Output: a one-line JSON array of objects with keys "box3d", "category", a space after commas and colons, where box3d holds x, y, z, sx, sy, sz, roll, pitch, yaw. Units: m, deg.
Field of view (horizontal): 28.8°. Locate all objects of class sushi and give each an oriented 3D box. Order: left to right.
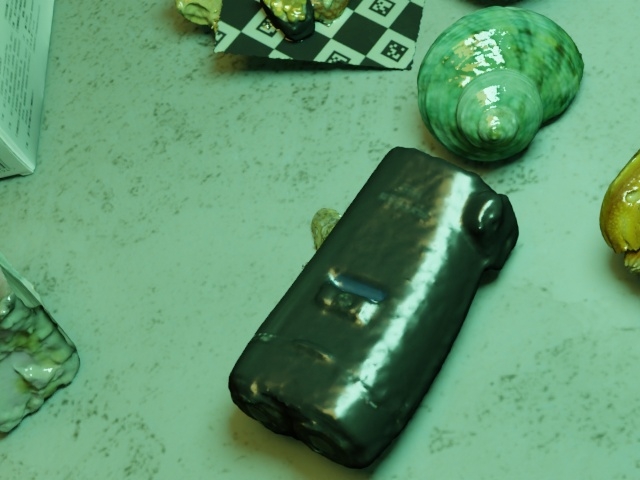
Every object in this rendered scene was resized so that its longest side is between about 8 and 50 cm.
[{"box3d": [0.009, -0.350, 1.528, 0.263, 0.050, 0.290, 6, 61, 7], "category": "sushi"}]

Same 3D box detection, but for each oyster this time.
[{"box3d": [0.000, 0.000, 1.362, 0.080, 0.038, 0.083, -38, 55, -1], "category": "oyster"}]

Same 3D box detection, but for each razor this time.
[{"box3d": [0.057, 0.062, 1.257, 0.189, 0.107, 0.327, 23, 69, 32], "category": "razor"}]

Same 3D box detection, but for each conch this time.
[{"box3d": [0.193, -0.169, 1.342, 0.175, 0.122, 0.188, 14, 67, 1], "category": "conch"}]

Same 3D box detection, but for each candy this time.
[{"box3d": [-0.376, 0.086, 1.369, 0.137, 0.185, 0.195, -36, 54, -8], "category": "candy"}]

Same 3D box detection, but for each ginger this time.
[{"box3d": [-0.138, -0.337, 1.597, 0.115, 0.081, 0.206, -14, 58, 8], "category": "ginger"}]

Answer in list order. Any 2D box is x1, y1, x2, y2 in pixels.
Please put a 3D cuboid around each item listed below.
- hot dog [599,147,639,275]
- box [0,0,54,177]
[{"box3d": [0.420, -0.091, 1.207, 0.349, 0.117, 0.158, -47, 52, -8], "category": "hot dog"}, {"box3d": [-0.466, -0.240, 1.627, 0.173, 0.145, 0.333, -11, 57, 13], "category": "box"}]
